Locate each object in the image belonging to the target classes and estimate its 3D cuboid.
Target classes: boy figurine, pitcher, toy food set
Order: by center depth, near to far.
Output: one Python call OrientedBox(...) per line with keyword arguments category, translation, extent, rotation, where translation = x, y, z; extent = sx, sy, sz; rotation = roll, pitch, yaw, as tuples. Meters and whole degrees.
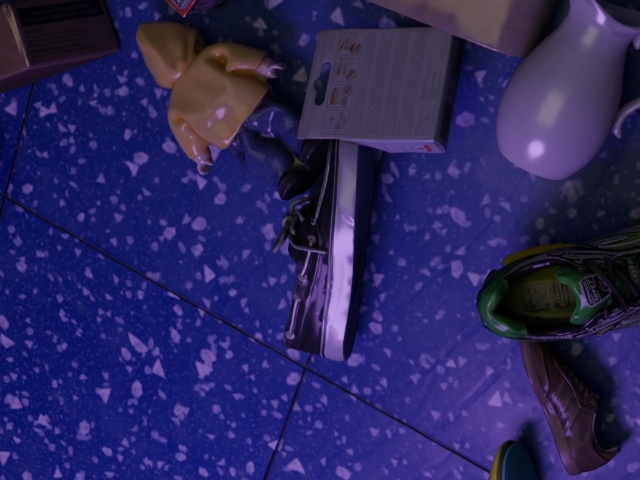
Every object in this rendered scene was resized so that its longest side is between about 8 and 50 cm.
OrientedBox(category="pitcher", translation=(0.298, -0.164, 1.790), extent=(0.177, 0.125, 0.207), rotation=(23, 112, -4))
OrientedBox(category="toy food set", translation=(0.138, -0.360, 1.838), extent=(0.306, 0.092, 0.220), rotation=(23, 110, 14))
OrientedBox(category="boy figurine", translation=(-0.119, -0.166, 2.018), extent=(0.285, 0.092, 0.177), rotation=(38, 113, 15))

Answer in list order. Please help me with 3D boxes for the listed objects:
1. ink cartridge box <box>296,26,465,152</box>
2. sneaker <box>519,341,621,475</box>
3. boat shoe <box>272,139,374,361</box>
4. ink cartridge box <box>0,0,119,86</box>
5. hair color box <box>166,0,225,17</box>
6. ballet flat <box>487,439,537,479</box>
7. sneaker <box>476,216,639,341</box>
OrientedBox(category="ink cartridge box", translation=(0.071, -0.174, 1.905), extent=(0.179, 0.045, 0.145), rotation=(2, 72, 31))
OrientedBox(category="sneaker", translation=(0.292, 0.180, 1.930), extent=(0.071, 0.066, 0.188), rotation=(-21, 97, 11))
OrientedBox(category="boat shoe", translation=(0.001, -0.001, 1.993), extent=(0.105, 0.113, 0.306), rotation=(10, 119, 10))
OrientedBox(category="ink cartridge box", translation=(-0.409, -0.239, 2.093), extent=(0.234, 0.193, 0.088), rotation=(-15, 95, 30))
OrientedBox(category="hair color box", translation=(-0.189, -0.350, 2.001), extent=(0.167, 0.093, 0.053), rotation=(44, 120, 9))
OrientedBox(category="ballet flat", translation=(0.233, 0.354, 2.001), extent=(0.077, 0.077, 0.231), rotation=(-7, 104, 46))
OrientedBox(category="sneaker", translation=(0.335, 0.050, 1.793), extent=(0.343, 0.146, 0.134), rotation=(-18, 94, 17))
